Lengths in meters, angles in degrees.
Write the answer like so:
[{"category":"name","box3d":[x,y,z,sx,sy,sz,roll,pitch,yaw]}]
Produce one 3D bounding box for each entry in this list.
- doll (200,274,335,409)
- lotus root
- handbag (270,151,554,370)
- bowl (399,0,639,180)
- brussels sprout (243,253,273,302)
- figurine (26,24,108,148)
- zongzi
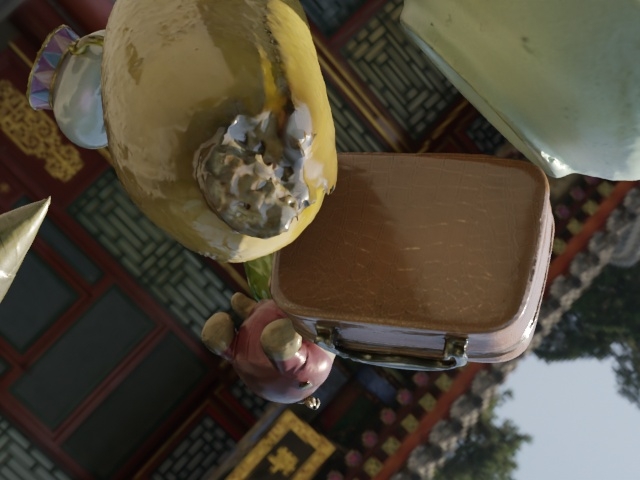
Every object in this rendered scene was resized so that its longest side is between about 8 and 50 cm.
[{"category":"doll","box3d":[-0.011,0.078,1.221,0.256,0.196,0.152,-42,150,-33]},{"category":"lotus root","box3d":[-0.063,-0.085,0.585,0.131,0.146,0.303,-13,-148,1]},{"category":"handbag","box3d":[0.064,0.014,0.698,0.193,0.072,0.151,2,-115,16]},{"category":"bowl","box3d":[0.174,-0.161,0.729,0.163,0.307,0.307,-45,-165,8]},{"category":"brussels sprout","box3d":[-0.003,0.000,1.598,0.259,0.294,0.227,-1,-176,-35]},{"category":"figurine","box3d":[-0.179,-0.142,1.075,0.189,0.263,0.142,99,15,-71]},{"category":"zongzi","box3d":[-0.487,0.077,1.340,0.300,0.145,0.274,-43,180,-25]}]
